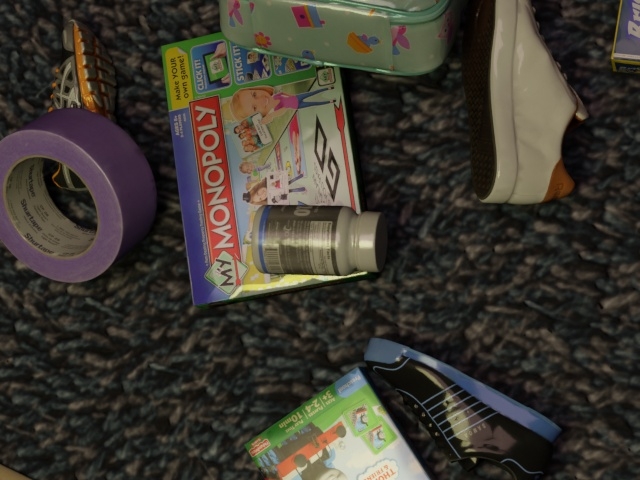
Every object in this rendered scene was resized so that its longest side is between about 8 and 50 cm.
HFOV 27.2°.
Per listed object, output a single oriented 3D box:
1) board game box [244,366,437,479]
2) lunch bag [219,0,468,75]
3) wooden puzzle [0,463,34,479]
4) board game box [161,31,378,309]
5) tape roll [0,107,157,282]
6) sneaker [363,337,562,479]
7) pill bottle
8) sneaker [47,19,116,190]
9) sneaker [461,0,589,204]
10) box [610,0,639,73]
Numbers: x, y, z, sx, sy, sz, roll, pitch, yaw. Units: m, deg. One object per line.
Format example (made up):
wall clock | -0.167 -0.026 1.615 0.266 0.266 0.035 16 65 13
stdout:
board game box | 0.037 0.271 1.456 0.160 0.039 0.211 -36 76 7
lunch bag | 0.027 -0.302 1.472 0.279 0.108 0.224 12 54 14
wooden puzzle | -0.456 0.366 1.576 0.221 0.044 0.239 21 83 17
board game box | -0.062 -0.094 1.533 0.213 0.046 0.317 -11 79 12
tape roll | -0.289 -0.052 1.523 0.189 0.080 0.189 11 118 20
sneaker | 0.139 0.187 1.418 0.232 0.081 0.090 27 82 16
pill bottle | 0.000 0.000 1.438 0.137 0.078 0.078 1 82 14
sneaker | -0.292 -0.160 1.587 0.083 0.084 0.215 -11 80 18
sneaker | 0.227 -0.175 1.456 0.123 0.106 0.290 4 76 -14
box | 0.358 -0.268 1.441 0.059 0.054 0.169 9 85 16
